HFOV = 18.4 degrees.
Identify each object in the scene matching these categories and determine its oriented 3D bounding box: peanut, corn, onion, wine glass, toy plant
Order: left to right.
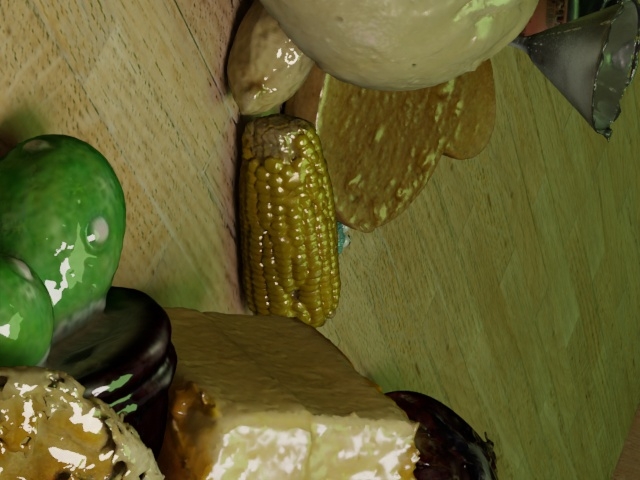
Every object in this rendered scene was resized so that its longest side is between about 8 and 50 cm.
[{"bbox_3d":[-0.192,0.061,1.375,0.218,0.175,0.235,-56,137,-56],"label":"toy plant"},{"bbox_3d":[-0.028,-0.193,1.714,0.082,0.082,0.187,53,56,-65],"label":"peanut"},{"bbox_3d":[-0.029,-0.009,1.832,0.097,0.097,0.262,-55,152,-40],"label":"corn"},{"bbox_3d":[0.106,0.330,2.244,0.314,0.232,0.314,62,10,-19],"label":"onion"},{"bbox_3d":[0.209,-0.209,2.092,0.156,0.232,0.156,-49,147,-48],"label":"wine glass"}]

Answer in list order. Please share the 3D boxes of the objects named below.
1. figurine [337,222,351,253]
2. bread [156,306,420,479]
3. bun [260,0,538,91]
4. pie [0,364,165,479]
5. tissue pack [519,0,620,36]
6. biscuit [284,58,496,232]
[{"bbox_3d":[0.000,0.000,1.980,0.106,0.047,0.060,-34,145,-63],"label":"figurine"},{"bbox_3d":[-0.077,0.218,1.563,0.207,0.279,0.279,7,106,-26],"label":"bread"},{"bbox_3d":[0.091,-0.305,1.622,0.364,0.202,0.364,12,76,-57],"label":"bun"},{"bbox_3d":[-0.233,0.190,1.300,0.055,0.274,0.274,-117,-160,-48],"label":"pie"},{"bbox_3d":[0.307,-0.418,2.352,0.245,0.123,0.332,-39,138,-48],"label":"tissue pack"},{"bbox_3d":[0.082,-0.172,1.953,0.287,0.057,0.344,27,81,-50],"label":"biscuit"}]
